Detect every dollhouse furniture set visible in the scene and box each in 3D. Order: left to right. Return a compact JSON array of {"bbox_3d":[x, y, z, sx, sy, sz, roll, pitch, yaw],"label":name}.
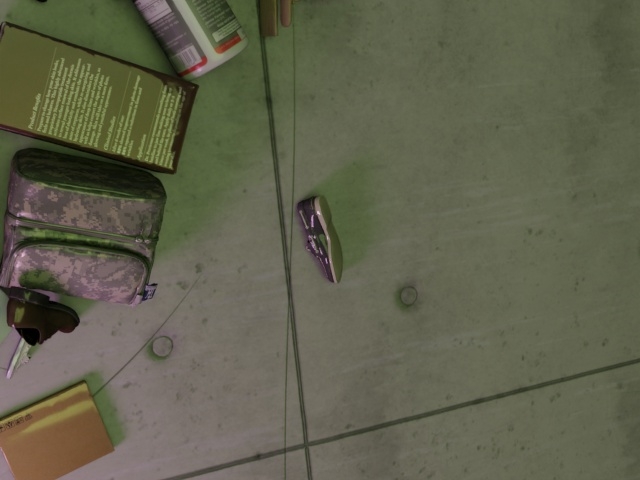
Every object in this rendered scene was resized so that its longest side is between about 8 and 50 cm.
[{"bbox_3d":[-0.027,-0.495,1.926,0.151,0.144,0.123,-9,104,-37],"label":"dollhouse furniture set"}]

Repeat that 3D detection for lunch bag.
[{"bbox_3d":[-0.457,-0.013,1.752,0.305,0.212,0.256,9,109,-23],"label":"lunch bag"}]

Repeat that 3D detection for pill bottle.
[{"bbox_3d":[-0.277,-0.472,1.797,0.161,0.161,0.283,-36,107,-16],"label":"pill bottle"}]

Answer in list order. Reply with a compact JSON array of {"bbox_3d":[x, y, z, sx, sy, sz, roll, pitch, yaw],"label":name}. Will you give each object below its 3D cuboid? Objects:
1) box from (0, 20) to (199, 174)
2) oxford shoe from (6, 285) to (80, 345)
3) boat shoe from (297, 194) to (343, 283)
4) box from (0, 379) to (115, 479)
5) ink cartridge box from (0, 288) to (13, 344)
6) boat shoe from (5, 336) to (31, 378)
[{"bbox_3d":[-0.449,-0.264,1.759,0.381,0.143,0.191,15,90,-25],"label":"box"},{"bbox_3d":[-0.534,0.155,1.735,0.082,0.227,0.096,9,77,16],"label":"oxford shoe"},{"bbox_3d":[0.000,0.000,2.030,0.064,0.075,0.206,-8,108,21],"label":"boat shoe"},{"bbox_3d":[-0.540,0.399,1.848,0.201,0.021,0.165,-24,104,-20],"label":"box"},{"bbox_3d":[-0.750,0.173,1.593,0.308,0.091,0.385,54,50,-33],"label":"ink cartridge box"},{"bbox_3d":[-0.589,0.229,1.805,0.035,0.035,0.100,25,79,-21],"label":"boat shoe"}]
